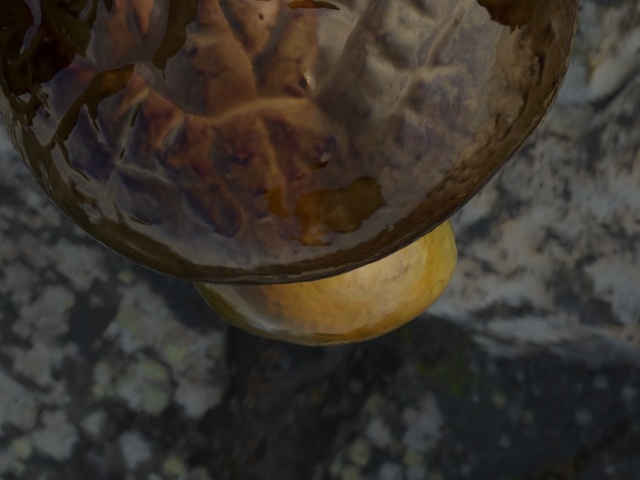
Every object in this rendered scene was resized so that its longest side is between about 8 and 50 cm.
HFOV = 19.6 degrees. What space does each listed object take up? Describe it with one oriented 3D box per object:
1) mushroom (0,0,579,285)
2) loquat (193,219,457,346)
[{"bbox_3d":[-0.025,-0.101,0.744,0.253,0.153,0.253,-1,86,19],"label":"mushroom"},{"bbox_3d":[0.000,0.000,1.522,0.227,0.179,0.179,4,120,-2],"label":"loquat"}]
